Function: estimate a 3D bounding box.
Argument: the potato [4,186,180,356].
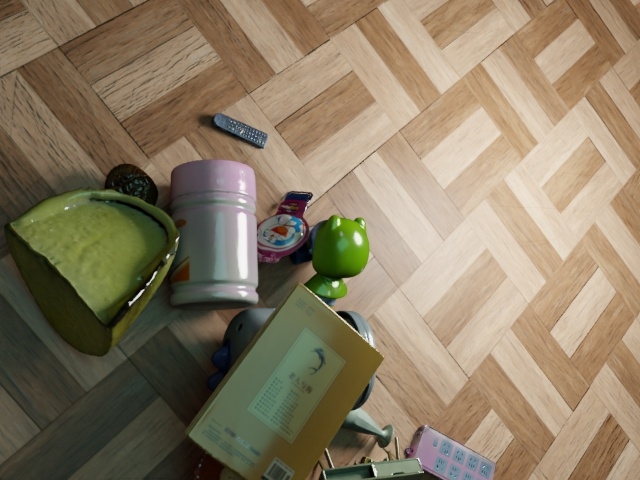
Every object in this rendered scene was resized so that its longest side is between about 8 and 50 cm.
[{"bbox_3d":[-0.453,0.057,1.372,0.330,0.212,0.280,39,50,14],"label":"potato"}]

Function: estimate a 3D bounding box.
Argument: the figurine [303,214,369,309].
[{"bbox_3d":[0.033,0.062,1.603,0.162,0.143,0.263,6,108,-34],"label":"figurine"}]

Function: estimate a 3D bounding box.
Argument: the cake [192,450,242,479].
[{"bbox_3d":[-0.155,0.554,1.364,0.283,0.151,0.177,42,67,16],"label":"cake"}]

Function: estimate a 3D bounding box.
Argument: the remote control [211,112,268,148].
[{"bbox_3d":[-0.208,-0.285,1.661,0.153,0.027,0.043,22,63,-22],"label":"remote control"}]

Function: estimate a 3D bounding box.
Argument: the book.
[{"bbox_3d":[-0.060,0.313,1.327,0.269,0.032,0.389,43,67,-13],"label":"book"}]

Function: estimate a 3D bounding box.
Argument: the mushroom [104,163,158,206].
[{"bbox_3d":[-0.432,-0.115,1.472,0.126,0.085,0.109,34,66,-9],"label":"mushroom"}]

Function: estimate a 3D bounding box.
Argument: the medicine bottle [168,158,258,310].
[{"bbox_3d":[-0.244,-0.006,1.473,0.202,0.202,0.315,4,76,-26],"label":"medicine bottle"}]

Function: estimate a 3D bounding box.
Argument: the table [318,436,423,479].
[{"bbox_3d":[0.104,0.548,1.539,0.240,0.121,0.111,-1,44,-17],"label":"table"}]

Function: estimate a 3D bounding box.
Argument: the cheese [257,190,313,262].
[{"bbox_3d":[-0.090,-0.039,1.612,0.062,0.155,0.244,71,34,-45],"label":"cheese"}]

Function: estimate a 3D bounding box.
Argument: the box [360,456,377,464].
[{"bbox_3d":[0.124,0.620,1.606,0.090,0.023,0.133,31,66,-18],"label":"box"}]

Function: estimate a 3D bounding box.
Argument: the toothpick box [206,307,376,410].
[{"bbox_3d":[-0.078,0.284,1.477,0.355,0.263,0.263,6,75,-24],"label":"toothpick box"}]

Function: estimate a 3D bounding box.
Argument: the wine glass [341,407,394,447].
[{"bbox_3d":[0.105,0.459,1.611,0.155,0.073,0.073,36,65,-18],"label":"wine glass"}]

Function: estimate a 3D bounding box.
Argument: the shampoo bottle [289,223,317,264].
[{"bbox_3d":[0.000,0.000,1.680,0.183,0.050,0.087,-16,83,-28],"label":"shampoo bottle"}]

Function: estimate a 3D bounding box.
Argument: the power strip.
[{"bbox_3d":[0.352,0.593,1.718,0.279,0.037,0.109,32,66,-16],"label":"power strip"}]
